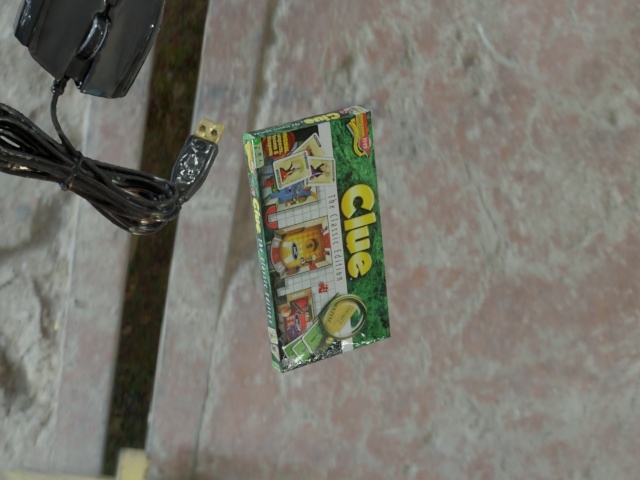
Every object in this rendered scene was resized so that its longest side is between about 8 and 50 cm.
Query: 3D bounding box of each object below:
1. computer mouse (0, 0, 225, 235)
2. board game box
[{"bbox_3d":[-0.123,-0.136,0.909,0.184,0.262,0.060,33,148,-30],"label":"computer mouse"},{"bbox_3d":[0.000,0.000,1.378,0.136,0.030,0.259,-18,115,-25],"label":"board game box"}]
